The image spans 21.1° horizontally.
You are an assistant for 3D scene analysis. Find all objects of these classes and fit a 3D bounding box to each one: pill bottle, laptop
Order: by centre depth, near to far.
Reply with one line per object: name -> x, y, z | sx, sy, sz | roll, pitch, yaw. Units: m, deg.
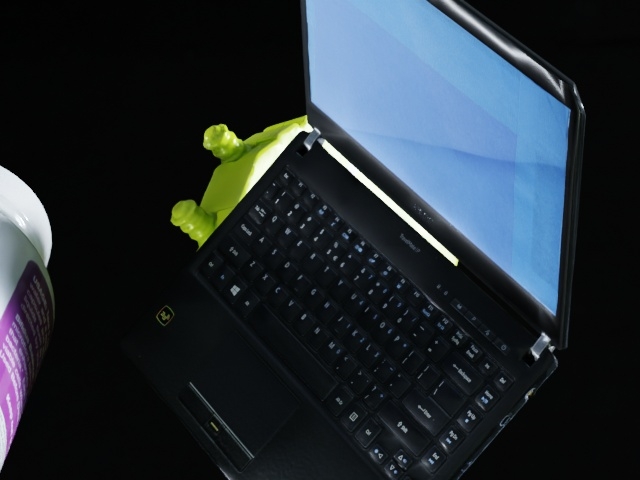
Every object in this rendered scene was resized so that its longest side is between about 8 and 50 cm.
laptop -> 0.000, 0.000, 0.868 | 0.264, 0.136, 0.234 | -49, -131, 4
pill bottle -> -0.265, 0.070, 1.096 | 0.169, 0.169, 0.301 | -6, -150, 10

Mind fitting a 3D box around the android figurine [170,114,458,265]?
android figurine -> 0.009, 0.027, 1.180 | 0.056, 0.273, 0.248 | -14, -132, 45
